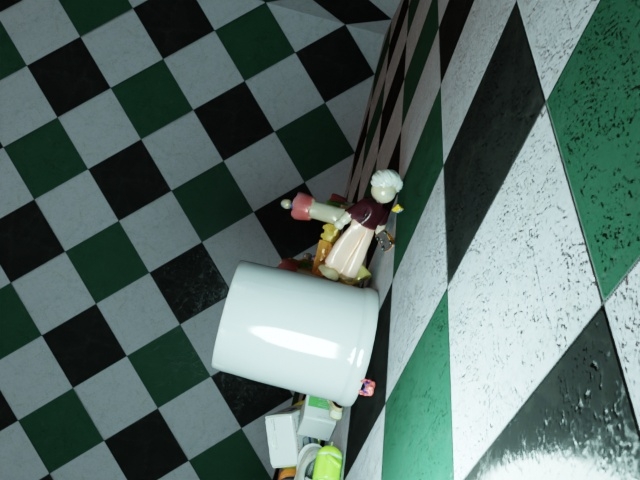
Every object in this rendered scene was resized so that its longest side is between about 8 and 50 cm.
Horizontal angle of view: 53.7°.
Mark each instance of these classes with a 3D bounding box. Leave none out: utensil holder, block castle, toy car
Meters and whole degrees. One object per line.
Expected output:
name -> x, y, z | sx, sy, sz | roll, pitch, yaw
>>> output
utensil holder -> -0.071, 0.246, 1.719 | 0.327, 0.385, 0.327 | -166, 90, -87
block castle -> 0.000, 0.000, 2.089 | 0.453, 0.213, 0.303 | -12, -63, -73
toy car -> 0.194, -0.029, 1.642 | 0.040, 0.060, 0.122 | 7, -58, -50

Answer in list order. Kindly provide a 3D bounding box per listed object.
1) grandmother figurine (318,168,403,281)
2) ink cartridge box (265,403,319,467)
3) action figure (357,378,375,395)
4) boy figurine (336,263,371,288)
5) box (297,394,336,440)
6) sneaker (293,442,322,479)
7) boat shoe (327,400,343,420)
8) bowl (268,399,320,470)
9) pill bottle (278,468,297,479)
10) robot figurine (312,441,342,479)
grandmother figurine -> 0.127, -0.046, 1.782 | 0.208, 0.104, 0.342 | 1, -60, -58
ink cartridge box -> -0.086, 0.606, 1.979 | 0.212, 0.093, 0.154 | 17, -117, -70
action figure -> 0.105, 0.338, 1.452 | 0.115, 0.030, 0.038 | 126, 164, -76
boy figurine -> 0.072, 0.183, 1.939 | 0.177, 0.092, 0.285 | 0, -57, -52
box -> -0.008, 0.528, 1.890 | 0.087, 0.101, 0.102 | -80, 5, -48
sneaker -> -0.043, 0.710, 1.787 | 0.121, 0.099, 0.262 | 130, 154, -72
boat shoe -> 0.046, 0.453, 1.808 | 0.135, 0.050, 0.045 | -104, 30, -62
bowl -> -0.093, 0.684, 2.208 | 0.289, 0.156, 0.289 | -166, 90, -86
pill bottle -> -0.101, 0.824, 1.932 | 0.246, 0.130, 0.130 | -80, 6, -57
robot figurine -> 0.018, 0.565, 1.576 | 0.101, 0.067, 0.115 | 101, -179, -52
